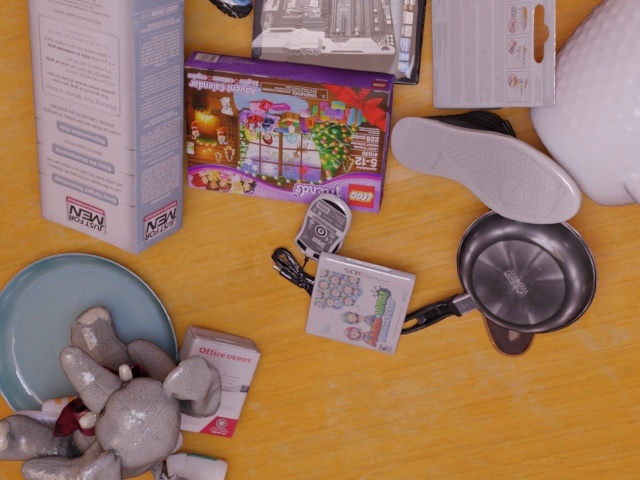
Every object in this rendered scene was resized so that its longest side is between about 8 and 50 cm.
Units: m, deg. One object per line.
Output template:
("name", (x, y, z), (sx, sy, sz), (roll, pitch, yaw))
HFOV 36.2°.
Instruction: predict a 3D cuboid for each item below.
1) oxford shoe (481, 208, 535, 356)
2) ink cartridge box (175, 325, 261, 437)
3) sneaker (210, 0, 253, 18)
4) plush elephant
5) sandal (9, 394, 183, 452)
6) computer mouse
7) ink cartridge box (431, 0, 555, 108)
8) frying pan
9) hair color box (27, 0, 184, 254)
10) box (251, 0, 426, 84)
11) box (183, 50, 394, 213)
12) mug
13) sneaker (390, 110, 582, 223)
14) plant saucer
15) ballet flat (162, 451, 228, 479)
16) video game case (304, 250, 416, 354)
("oxford shoe", (0.274, 0.043, 1.408), (0.096, 0.098, 0.272), (-2, 100, 8))
("ink cartridge box", (-0.170, 0.217, 1.507), (0.109, 0.063, 0.151), (15, 102, -21))
("sneaker", (-0.149, -0.386, 1.404), (0.073, 0.063, 0.162), (-44, 70, 3))
("plush elephant", (-0.281, 0.239, 1.341), (0.330, 0.255, 0.272), (38, 61, 8))
("sandal", (-0.345, 0.285, 1.518), (0.265, 0.076, 0.102), (6, 132, -9))
("computer mouse", (0.000, 0.000, 1.447), (0.106, 0.042, 0.193), (37, 131, 7))
("ink cartridge box", (0.241, -0.270, 1.309), (0.232, 0.066, 0.189), (9, 104, 51))
("frying pan", (0.221, 0.052, 1.372), (0.326, 0.053, 0.197), (-5, 112, 29))
("hair color box", (-0.297, -0.188, 1.373), (0.185, 0.113, 0.375), (19, 121, 25))
("box", (0.033, -0.384, 1.384), (0.242, 0.076, 0.308), (7, 101, 8))
("box", (-0.048, -0.154, 1.408), (0.293, 0.057, 0.201), (8, 126, 8))
("mug", (0.454, -0.172, 1.216), (0.328, 0.374, 0.276), (-39, 130, 24))
("sneaker", (0.250, -0.112, 1.320), (0.295, 0.146, 0.105), (27, 121, 39))
("plant saucer", (-0.375, 0.173, 1.561), (0.317, 0.044, 0.318), (1, 99, 8))
("ballet flat", (-0.183, 0.530, 1.559), (0.139, 0.139, 0.401), (-1, 99, 9))
("video game case", (0.057, 0.096, 1.455), (0.143, 0.019, 0.157), (14, 129, 4))
